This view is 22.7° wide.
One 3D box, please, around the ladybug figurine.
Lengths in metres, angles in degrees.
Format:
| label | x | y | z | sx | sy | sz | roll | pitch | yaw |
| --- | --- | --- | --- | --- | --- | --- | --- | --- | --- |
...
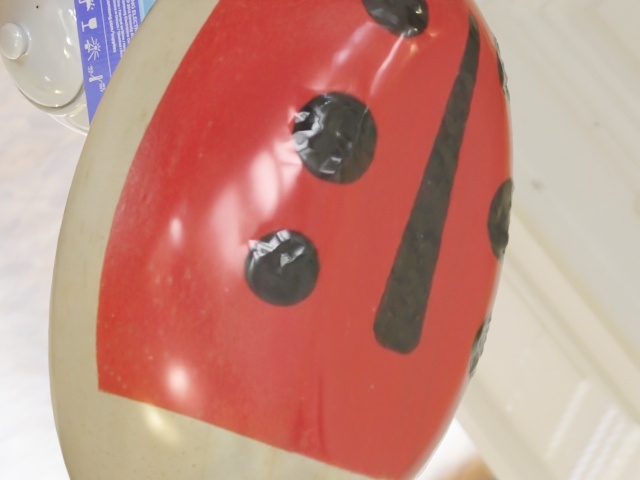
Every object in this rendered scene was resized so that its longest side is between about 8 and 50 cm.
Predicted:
| label | x | y | z | sx | sy | sz | roll | pitch | yaw |
| --- | --- | --- | --- | --- | --- | --- | --- | --- | --- |
| ladybug figurine | 0.000 | 0.000 | 0.968 | 0.305 | 0.162 | 0.449 | 20 | 80 | -43 |

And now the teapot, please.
| label | x | y | z | sx | sy | sz | roll | pitch | yaw |
| --- | --- | --- | --- | --- | --- | --- | --- | --- | --- |
| teapot | -0.215 | -0.200 | 1.507 | 0.187 | 0.252 | 0.256 | -18 | 161 | -44 |

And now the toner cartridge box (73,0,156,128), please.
| label | x | y | z | sx | sy | sz | roll | pitch | yaw |
| --- | --- | --- | --- | --- | --- | --- | --- | --- | --- |
| toner cartridge box | -0.076 | -0.080 | 1.120 | 0.075 | 0.347 | 0.165 | -8 | 180 | 45 |
